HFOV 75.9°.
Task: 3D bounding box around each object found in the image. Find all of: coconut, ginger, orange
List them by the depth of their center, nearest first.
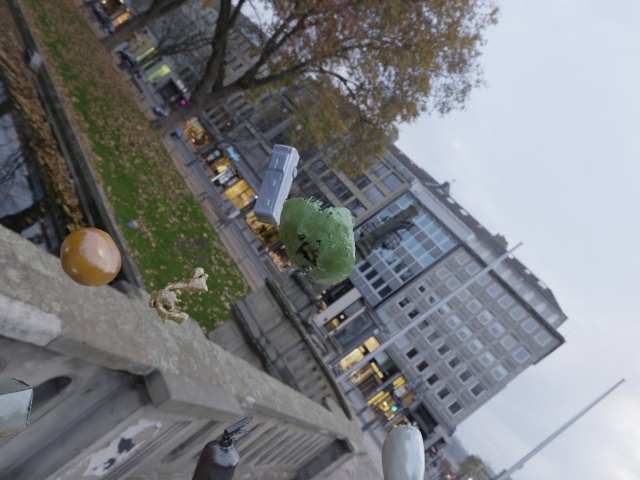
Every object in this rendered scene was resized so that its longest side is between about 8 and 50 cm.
[{"bbox_3d":[-0.004,0.002,0.635,0.158,0.133,0.055,51,39,-7],"label":"coconut"},{"bbox_3d":[-0.593,0.045,1.057,0.156,0.123,0.156,-23,90,-88],"label":"orange"},{"bbox_3d":[-0.443,0.165,1.292,0.052,0.176,0.194,-44,-134,46],"label":"ginger"}]

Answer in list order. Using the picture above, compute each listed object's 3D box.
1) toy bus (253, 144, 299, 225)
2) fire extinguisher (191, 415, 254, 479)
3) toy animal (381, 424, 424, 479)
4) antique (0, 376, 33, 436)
[{"bbox_3d":[-0.103,-0.132,0.954,0.063,0.191,0.075,11,-16,12],"label":"toy bus"},{"bbox_3d":[-0.197,0.450,0.749,0.072,0.268,0.089,23,4,40],"label":"fire extinguisher"},{"bbox_3d":[0.111,0.489,0.614,0.241,0.368,0.196,34,-5,-40],"label":"toy animal"},{"bbox_3d":[-0.952,0.489,1.188,0.151,0.148,0.146,7,-5,28],"label":"antique"}]
